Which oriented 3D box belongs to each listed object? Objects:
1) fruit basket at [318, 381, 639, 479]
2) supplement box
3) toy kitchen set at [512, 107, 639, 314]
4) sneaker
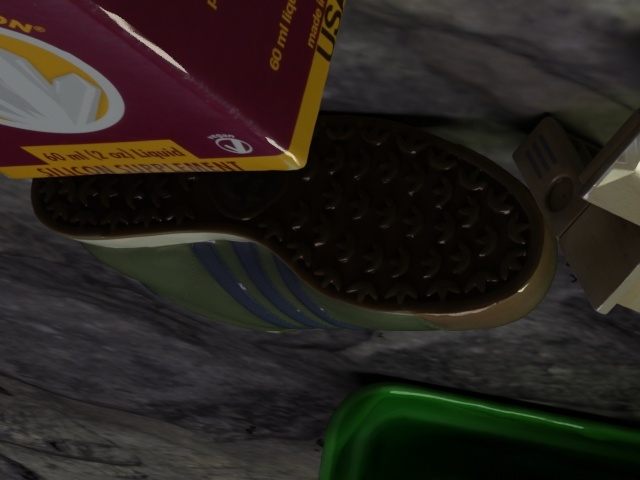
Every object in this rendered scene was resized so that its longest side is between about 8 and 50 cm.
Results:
[{"bbox_3d":[0.157,0.231,0.888,0.392,0.283,0.392,10,177,1],"label":"fruit basket"},{"bbox_3d":[-0.085,-0.087,0.440,0.104,0.081,0.188,-1,157,36],"label":"supplement box"},{"bbox_3d":[0.093,-0.031,0.567,0.068,0.075,0.083,22,120,-34],"label":"toy kitchen set"},{"bbox_3d":[0.000,0.000,0.674,0.192,0.064,0.086,9,163,27],"label":"sneaker"}]
